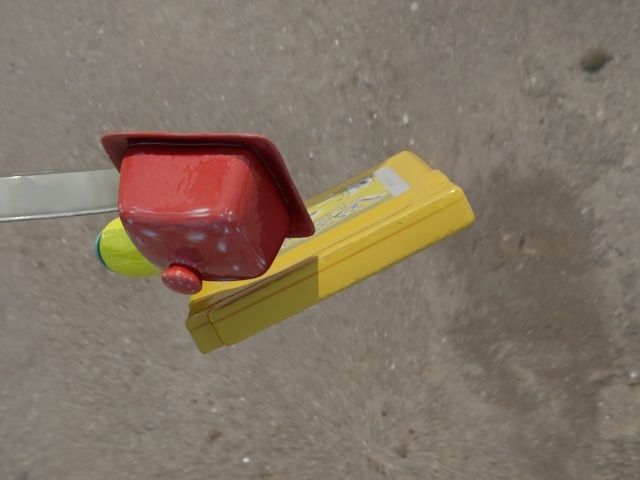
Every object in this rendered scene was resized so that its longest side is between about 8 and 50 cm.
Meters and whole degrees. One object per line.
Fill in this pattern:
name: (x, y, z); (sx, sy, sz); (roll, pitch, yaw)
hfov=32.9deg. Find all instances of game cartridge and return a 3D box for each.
game cartridge: (0.000, 0.000, 1.130); (0.285, 0.324, 0.053); (-27, 99, 2)

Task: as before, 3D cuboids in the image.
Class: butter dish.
butter dish: (-0.103, -0.010, 0.915); (0.160, 0.160, 0.118); (3, 59, 19)

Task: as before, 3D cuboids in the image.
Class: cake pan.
cake pan: (-0.365, -0.060, 1.375); (0.293, 0.293, 0.054); (-3, 96, 2)

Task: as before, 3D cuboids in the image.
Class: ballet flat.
ballet flat: (-0.170, 0.006, 1.295); (0.077, 0.231, 0.077); (-10, 81, 26)
